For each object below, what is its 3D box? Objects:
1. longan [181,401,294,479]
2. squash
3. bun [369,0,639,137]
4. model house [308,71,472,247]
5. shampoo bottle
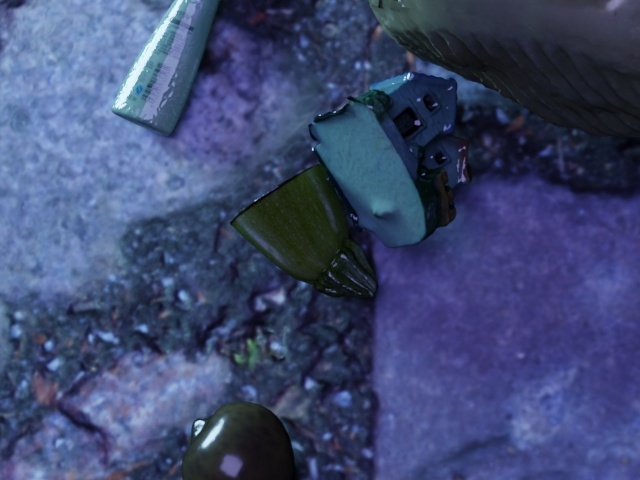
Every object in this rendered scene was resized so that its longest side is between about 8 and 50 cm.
[{"bbox_3d":[-0.076,0.199,1.517,0.113,0.092,0.113,-4,76,17],"label":"longan"},{"bbox_3d":[-0.005,0.007,1.547,0.105,0.105,0.132,-35,88,8],"label":"squash"},{"bbox_3d":[0.211,-0.219,1.392,0.326,0.362,0.234,28,87,-23],"label":"bun"},{"bbox_3d":[0.089,-0.092,1.510,0.149,0.119,0.148,-40,101,-31],"label":"model house"},{"bbox_3d":[-0.137,-0.199,1.644,0.069,0.041,0.190,23,86,25],"label":"shampoo bottle"}]
